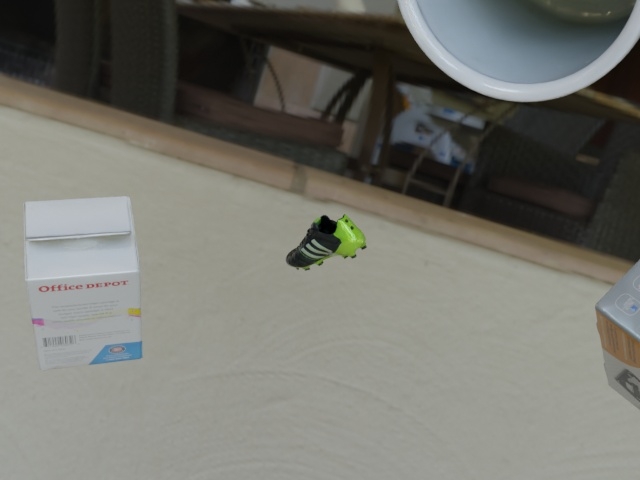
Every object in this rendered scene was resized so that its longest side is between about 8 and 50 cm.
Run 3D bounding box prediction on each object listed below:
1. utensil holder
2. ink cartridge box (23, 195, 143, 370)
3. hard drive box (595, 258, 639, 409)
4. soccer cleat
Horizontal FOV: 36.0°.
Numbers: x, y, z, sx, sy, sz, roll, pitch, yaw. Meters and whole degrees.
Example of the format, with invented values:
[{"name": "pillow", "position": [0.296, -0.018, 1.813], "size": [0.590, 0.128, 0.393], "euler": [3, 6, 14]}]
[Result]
[{"name": "utensil holder", "position": [0.322, -0.392, 1.305], "size": [0.328, 0.327, 0.385], "euler": [19, 31, 23]}, {"name": "ink cartridge box", "position": [-0.203, 0.031, 0.847], "size": [0.092, 0.143, 0.090], "euler": [-4, 48, -14]}, {"name": "hard drive box", "position": [0.351, 0.128, 0.817], "size": [0.232, 0.089, 0.181], "euler": [40, -10, 34]}, {"name": "soccer cleat", "position": [0.000, 0.000, 1.542], "size": [0.179, 0.072, 0.060], "euler": [-17, 20, 49]}]
